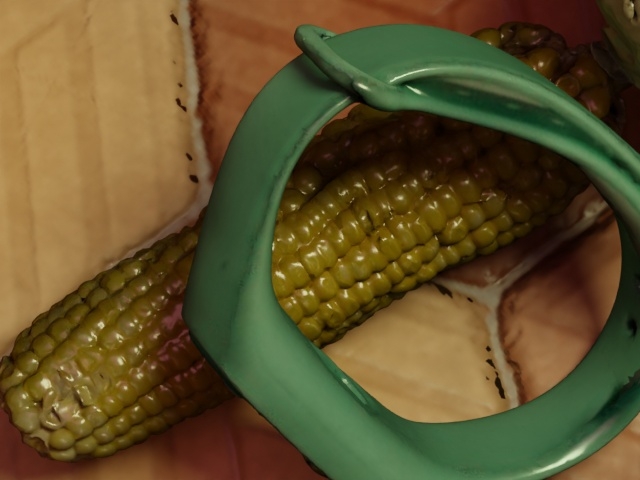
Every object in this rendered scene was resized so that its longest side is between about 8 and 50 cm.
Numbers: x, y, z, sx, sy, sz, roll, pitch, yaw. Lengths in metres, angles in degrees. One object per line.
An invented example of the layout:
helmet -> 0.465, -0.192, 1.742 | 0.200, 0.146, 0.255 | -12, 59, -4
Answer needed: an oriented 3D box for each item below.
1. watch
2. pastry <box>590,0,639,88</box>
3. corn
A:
watch -> 0.048, 0.013, 0.803 | 0.195, 0.237, 0.068 | -43, 31, 4
pastry -> 0.223, -0.147, 0.785 | 0.264, 0.265, 0.133 | -17, 53, -2
corn -> 0.000, 0.000, 0.871 | 0.320, 0.097, 0.097 | -31, 73, -5
